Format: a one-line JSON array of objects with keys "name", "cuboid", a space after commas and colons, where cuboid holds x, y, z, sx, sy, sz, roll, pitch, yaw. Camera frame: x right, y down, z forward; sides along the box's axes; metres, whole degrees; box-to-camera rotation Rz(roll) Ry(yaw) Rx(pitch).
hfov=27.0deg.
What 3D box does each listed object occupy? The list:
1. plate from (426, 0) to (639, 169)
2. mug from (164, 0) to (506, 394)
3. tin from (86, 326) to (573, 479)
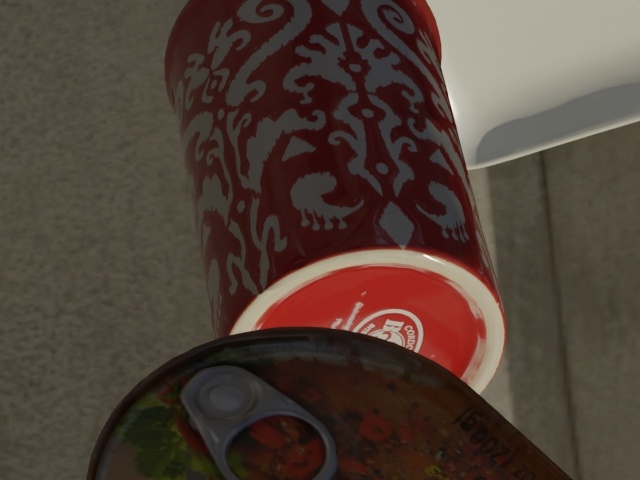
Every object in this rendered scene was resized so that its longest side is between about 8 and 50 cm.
[{"name": "plate", "cuboid": [0.123, -0.177, 0.780, 0.277, 0.278, 0.045, 48, 45, -29]}, {"name": "mug", "cuboid": [0.009, -0.004, 0.492, 0.169, 0.113, 0.150, -102, 175, -50]}, {"name": "tin", "cuboid": [0.023, 0.092, 0.297, 0.106, 0.190, 0.040, -22, 138, -34]}]
